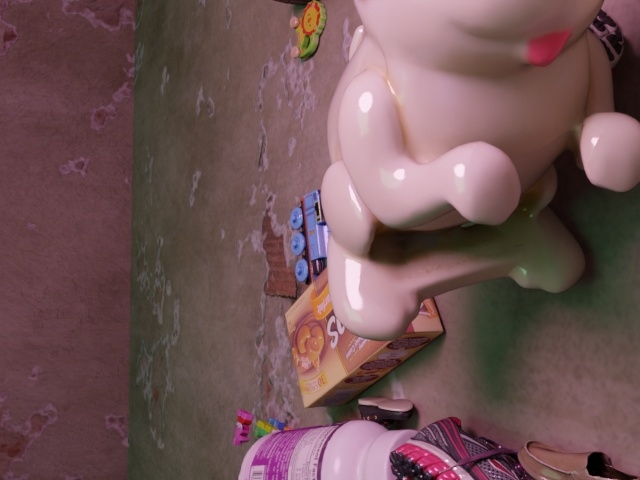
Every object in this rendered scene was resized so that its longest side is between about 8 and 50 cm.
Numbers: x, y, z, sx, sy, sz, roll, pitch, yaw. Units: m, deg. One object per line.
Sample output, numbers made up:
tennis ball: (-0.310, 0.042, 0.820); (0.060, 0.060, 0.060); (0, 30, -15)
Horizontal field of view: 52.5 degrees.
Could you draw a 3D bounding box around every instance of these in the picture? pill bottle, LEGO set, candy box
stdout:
pill bottle: (0.027, 0.361, 0.974); (0.301, 0.169, 0.170); (-22, 69, 42)
LEGO set: (-0.098, 0.418, 1.308); (0.227, 0.087, 0.093); (-1, 72, 61)
candy box: (0.054, 0.131, 1.051); (0.316, 0.087, 0.183); (-50, 47, 48)

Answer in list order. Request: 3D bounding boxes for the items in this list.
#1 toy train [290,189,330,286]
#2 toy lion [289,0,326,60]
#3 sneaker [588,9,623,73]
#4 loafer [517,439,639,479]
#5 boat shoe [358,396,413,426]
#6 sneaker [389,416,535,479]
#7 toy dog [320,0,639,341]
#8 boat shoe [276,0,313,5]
toy train: (0.000, 0.000, 1.169); (0.105, 0.080, 0.184); (-24, 67, 52)
toy lion: (-0.021, -0.417, 1.280); (0.096, 0.034, 0.100); (-8, 82, 53)
sneaker: (0.228, -0.222, 0.762); (0.279, 0.107, 0.119); (41, 146, 47)
loafer: (0.276, 0.242, 0.682); (0.148, 0.056, 0.050); (17, 103, 50)
boat shoe: (0.102, 0.266, 1.000); (0.133, 0.048, 0.042); (-21, 74, 62)
sneaker: (0.215, 0.296, 0.739); (0.299, 0.112, 0.121); (27, 137, 45)
toy dog: (0.136, -0.159, 0.606); (0.408, 0.284, 0.396); (90, 172, -55)
boat shoe: (-0.006, -0.529, 1.167); (0.324, 0.123, 0.117); (1, 88, 59)
